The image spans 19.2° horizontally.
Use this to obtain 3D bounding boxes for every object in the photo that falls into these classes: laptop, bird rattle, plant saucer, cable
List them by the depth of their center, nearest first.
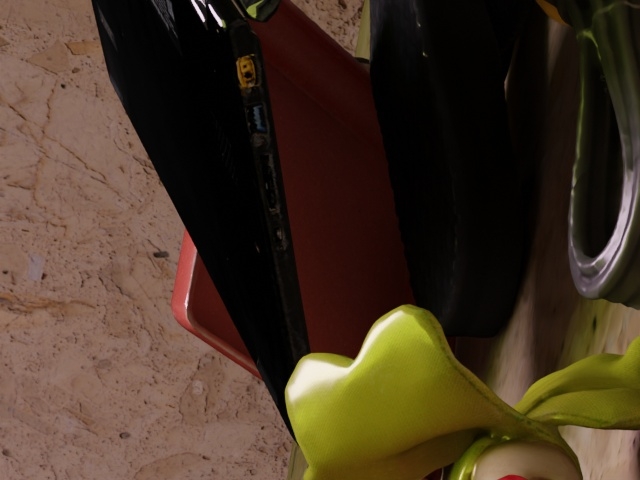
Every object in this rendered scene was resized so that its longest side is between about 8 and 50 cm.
[{"bbox_3d":[0.079,0.137,0.640,0.253,0.143,0.207,-113,19,-61],"label":"bird rattle"},{"bbox_3d":[0.138,-0.100,0.801,0.139,0.072,0.287,-56,29,37],"label":"cable"},{"bbox_3d":[0.009,-0.185,0.974,0.382,0.236,0.408,-120,17,-49],"label":"laptop"},{"bbox_3d":[0.000,0.000,1.228,0.259,0.048,0.258,38,-131,-41],"label":"plant saucer"}]

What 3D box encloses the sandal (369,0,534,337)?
[{"bbox_3d":[0.095,-0.136,1.215,0.167,0.107,0.445,107,160,-57],"label":"sandal"}]

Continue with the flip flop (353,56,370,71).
[{"bbox_3d":[0.001,-0.007,1.344,0.080,0.112,0.277,-16,53,36],"label":"flip flop"}]
